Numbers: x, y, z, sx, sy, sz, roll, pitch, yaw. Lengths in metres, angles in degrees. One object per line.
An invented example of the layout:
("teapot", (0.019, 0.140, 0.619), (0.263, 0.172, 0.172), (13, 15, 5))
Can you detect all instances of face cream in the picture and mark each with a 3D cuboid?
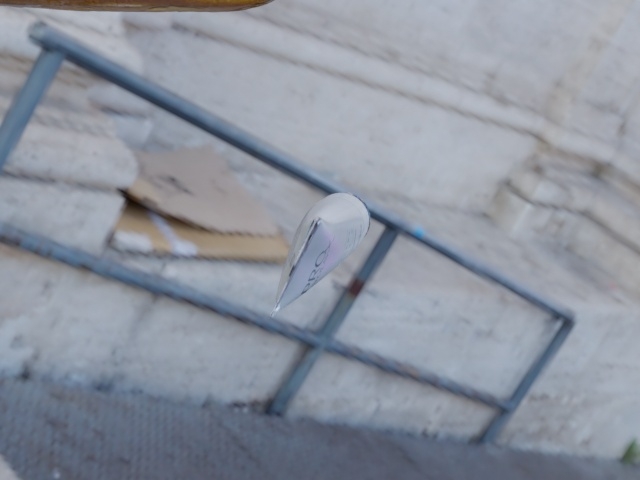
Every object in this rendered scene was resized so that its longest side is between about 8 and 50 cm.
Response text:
("face cream", (0.000, 0.000, 1.230), (0.058, 0.092, 0.244), (25, 15, 5))

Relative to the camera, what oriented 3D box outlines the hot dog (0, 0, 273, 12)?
("hot dog", (-0.142, -0.213, 0.921), (0.269, 0.115, 0.072), (6, 31, 12))
